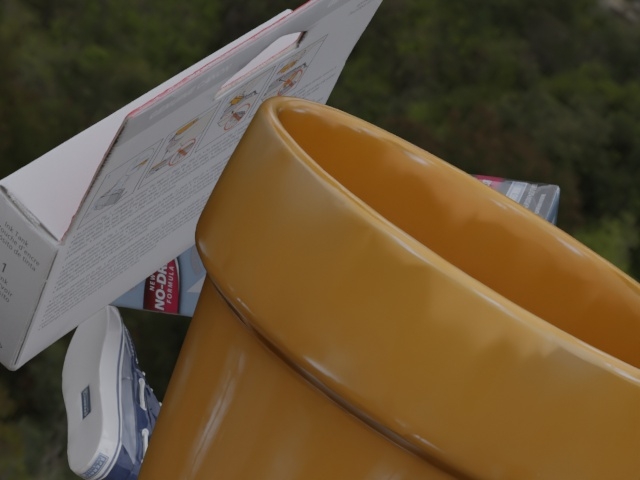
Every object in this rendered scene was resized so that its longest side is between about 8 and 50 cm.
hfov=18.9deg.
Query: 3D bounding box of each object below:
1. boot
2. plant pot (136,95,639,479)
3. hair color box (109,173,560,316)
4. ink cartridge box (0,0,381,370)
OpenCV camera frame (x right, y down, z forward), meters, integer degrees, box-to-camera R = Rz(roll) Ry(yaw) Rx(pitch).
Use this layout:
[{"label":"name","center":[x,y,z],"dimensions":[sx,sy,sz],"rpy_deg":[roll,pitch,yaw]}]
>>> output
[{"label":"boot","center":[-0.164,0.138,1.617],"dimensions":[0.086,0.069,0.190],"rpy_deg":[30,35,-29]},{"label":"plant pot","center":[0.021,0.079,0.709],"dimensions":[0.205,0.188,0.205],"rpy_deg":[30,12,-7]},{"label":"hair color box","center":[0.000,0.000,1.597],"dimensions":[0.375,0.113,0.185],"rpy_deg":[7,14,10]},{"label":"ink cartridge box","center":[-0.088,-0.075,1.250],"dimensions":[0.066,0.261,0.296],"rpy_deg":[42,46,12]}]
